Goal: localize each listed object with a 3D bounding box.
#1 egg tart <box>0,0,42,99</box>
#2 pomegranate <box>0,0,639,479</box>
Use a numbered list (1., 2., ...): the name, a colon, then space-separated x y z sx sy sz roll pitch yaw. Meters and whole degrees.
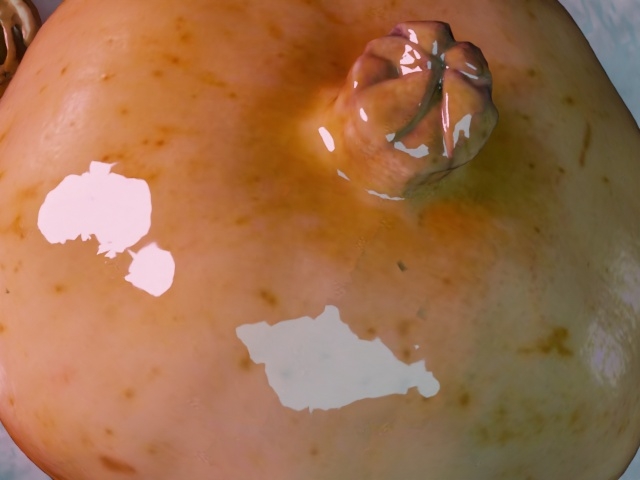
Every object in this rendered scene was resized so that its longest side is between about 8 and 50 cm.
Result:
1. egg tart: -0.290 -0.073 1.165 0.291 0.107 0.291 -3 106 -9
2. pomegranate: 0.000 0.000 1.088 0.411 0.411 0.411 -3 107 -10
